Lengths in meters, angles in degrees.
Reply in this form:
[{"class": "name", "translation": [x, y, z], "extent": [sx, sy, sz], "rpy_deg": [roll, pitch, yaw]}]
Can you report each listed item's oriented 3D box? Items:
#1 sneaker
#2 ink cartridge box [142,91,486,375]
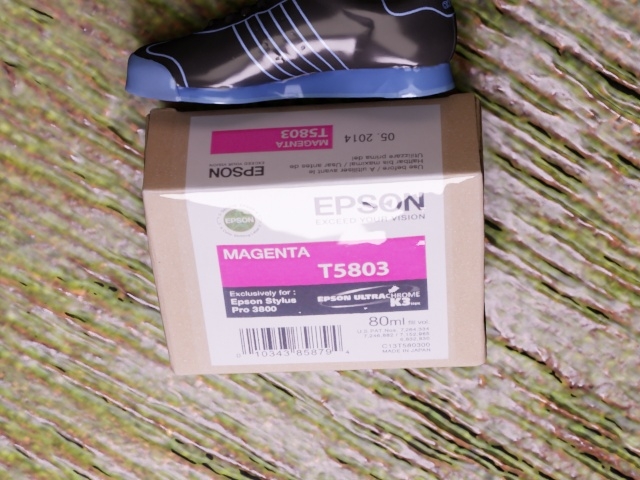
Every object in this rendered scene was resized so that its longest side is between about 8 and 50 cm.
[{"class": "sneaker", "translation": [-0.022, -0.143, 1.361], "extent": [0.232, 0.081, 0.090], "rpy_deg": [-2, 100, 7]}, {"class": "ink cartridge box", "translation": [0.000, 0.000, 1.402], "extent": [0.235, 0.088, 0.193], "rpy_deg": [-3, 134, 4]}]
